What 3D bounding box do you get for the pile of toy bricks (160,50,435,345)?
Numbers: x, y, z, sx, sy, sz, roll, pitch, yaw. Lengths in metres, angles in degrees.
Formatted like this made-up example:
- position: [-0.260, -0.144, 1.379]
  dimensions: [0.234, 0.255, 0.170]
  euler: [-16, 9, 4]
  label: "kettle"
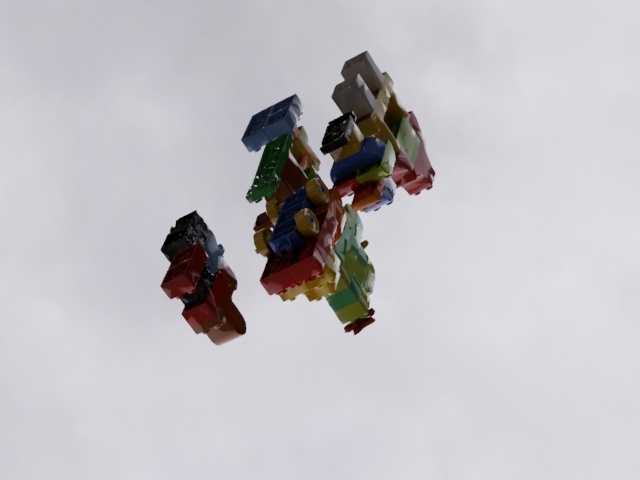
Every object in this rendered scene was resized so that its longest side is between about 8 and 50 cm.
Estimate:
- position: [0.000, 0.000, 0.967]
  dimensions: [0.118, 0.105, 0.212]
  euler: [-25, -158, 24]
  label: "pile of toy bricks"
